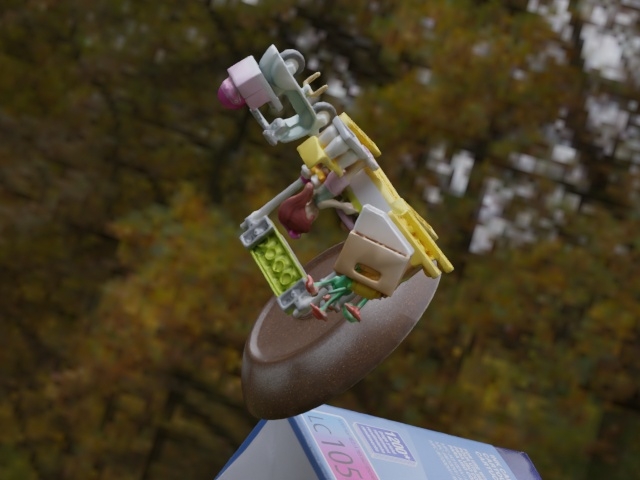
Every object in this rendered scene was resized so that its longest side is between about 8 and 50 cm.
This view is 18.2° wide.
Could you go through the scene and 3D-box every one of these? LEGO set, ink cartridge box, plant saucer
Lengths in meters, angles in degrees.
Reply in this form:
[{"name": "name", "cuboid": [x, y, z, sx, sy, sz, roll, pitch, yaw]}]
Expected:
[{"name": "LEGO set", "cuboid": [0.000, 0.000, 1.212, 0.132, 0.107, 0.287, 47, 9, -31]}, {"name": "ink cartridge box", "cuboid": [0.115, 0.311, 1.806, 0.395, 0.151, 0.270, 19, 31, -42]}, {"name": "plant saucer", "cuboid": [0.007, 0.057, 1.575, 0.036, 0.198, 0.198, 49, -25, -22]}]
